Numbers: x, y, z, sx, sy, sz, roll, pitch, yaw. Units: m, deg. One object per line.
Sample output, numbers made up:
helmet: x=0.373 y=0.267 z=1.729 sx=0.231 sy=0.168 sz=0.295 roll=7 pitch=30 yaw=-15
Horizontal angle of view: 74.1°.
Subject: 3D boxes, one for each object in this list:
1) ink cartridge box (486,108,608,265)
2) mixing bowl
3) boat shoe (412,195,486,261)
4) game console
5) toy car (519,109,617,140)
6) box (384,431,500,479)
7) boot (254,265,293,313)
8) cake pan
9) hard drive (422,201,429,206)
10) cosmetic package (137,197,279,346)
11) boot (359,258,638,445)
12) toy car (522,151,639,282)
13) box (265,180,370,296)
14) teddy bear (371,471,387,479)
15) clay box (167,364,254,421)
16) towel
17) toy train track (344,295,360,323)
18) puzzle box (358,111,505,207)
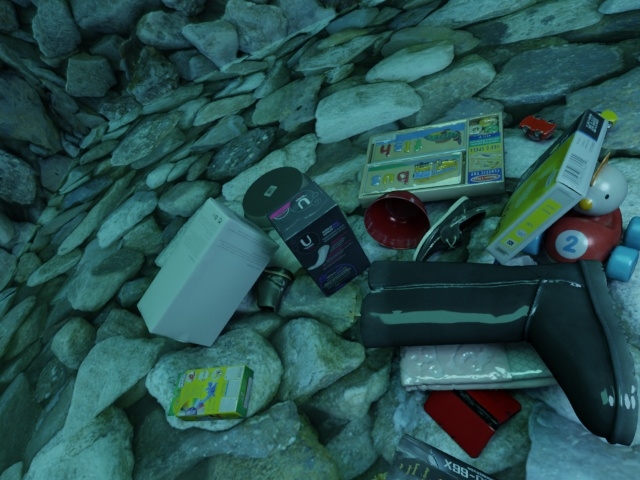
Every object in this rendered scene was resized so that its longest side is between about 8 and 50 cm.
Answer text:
ink cartridge box: x=0.467 y=-0.095 z=0.927 sx=0.072 sy=0.307 sz=0.303 roll=36 pitch=53 yaw=6
mixing bowl: x=0.221 y=-0.074 z=1.186 sx=0.182 sy=0.181 sz=0.098 roll=-4 pitch=38 yaw=27
boat shoe: x=0.337 y=-0.016 z=1.124 sx=0.233 sy=0.084 sz=0.079 roll=-44 pitch=63 yaw=-6
game console: x=0.310 y=0.343 z=0.874 sx=0.124 sy=0.085 sz=0.144 roll=-17 pitch=36 yaw=-29
toy car: x=0.667 y=-0.262 z=1.167 sx=0.239 sy=0.053 sz=0.225 roll=5 pitch=56 yaw=34
box: x=0.174 y=0.484 z=0.609 sx=0.243 sy=0.076 sz=0.307 roll=20 pitch=90 yaw=20
boot: x=-0.193 y=0.146 z=1.298 sx=0.198 sy=0.077 sz=0.137 roll=0 pitch=58 yaw=31
cake pan: x=-0.168 y=-0.166 z=1.565 sx=0.293 sy=0.054 sz=0.293 roll=-16 pitch=46 yaw=18
hard drive: x=0.259 y=-0.193 z=1.341 sx=0.172 sy=0.054 sz=0.255 roll=-42 pitch=44 yaw=-9
cosmetic package: x=-0.326 y=0.102 z=1.239 sx=0.385 sy=0.217 sz=0.156 roll=-53 pitch=45 yaw=3
boot: x=0.285 y=0.173 z=0.792 sx=0.445 sy=0.146 sz=0.367 roll=0 pitch=33 yaw=21
toy car: x=0.573 y=-0.072 z=0.904 sx=0.219 sy=0.238 sz=0.210 roll=22 pitch=52 yaw=41
box: x=0.000 y=0.000 z=1.166 sx=0.165 sy=0.270 sz=0.143 roll=-36 pitch=44 yaw=-3
teddy bear: x=0.125 y=0.535 z=0.708 sx=0.338 sy=0.113 sz=0.245 roll=16 pitch=98 yaw=29
clay box: x=-0.294 y=0.410 z=1.135 sx=0.222 sy=0.053 sz=0.127 roll=-12 pitch=48 yaw=22
towel: x=0.334 y=0.170 z=0.939 sx=0.317 sy=0.053 sz=0.331 roll=-8 pitch=40 yaw=19
toy train track: x=0.087 y=0.183 z=1.142 sx=0.048 sy=0.014 sz=0.083 roll=-10 pitch=48 yaw=23
puzzle box: x=0.324 y=-0.234 z=1.255 sx=0.409 sy=0.052 sz=0.272 roll=-5 pitch=55 yaw=26
